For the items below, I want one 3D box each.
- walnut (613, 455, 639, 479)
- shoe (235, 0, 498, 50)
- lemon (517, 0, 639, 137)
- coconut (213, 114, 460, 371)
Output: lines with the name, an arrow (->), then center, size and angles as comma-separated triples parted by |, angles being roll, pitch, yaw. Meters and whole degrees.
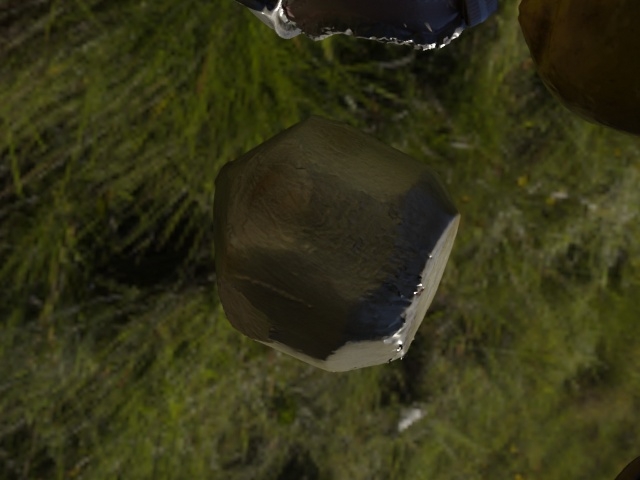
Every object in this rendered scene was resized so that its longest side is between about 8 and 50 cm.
walnut -> 0.274, 0.257, 0.922 | 0.211, 0.167, 0.087 | -34, 162, -37
shoe -> -0.035, -0.232, 0.819 | 0.172, 0.351, 0.198 | -38, 127, -31
lemon -> 0.263, -0.162, 0.959 | 0.170, 0.207, 0.170 | -171, -90, -75
coconut -> 0.000, 0.000, 1.216 | 0.245, 0.247, 0.245 | 22, 90, -79
